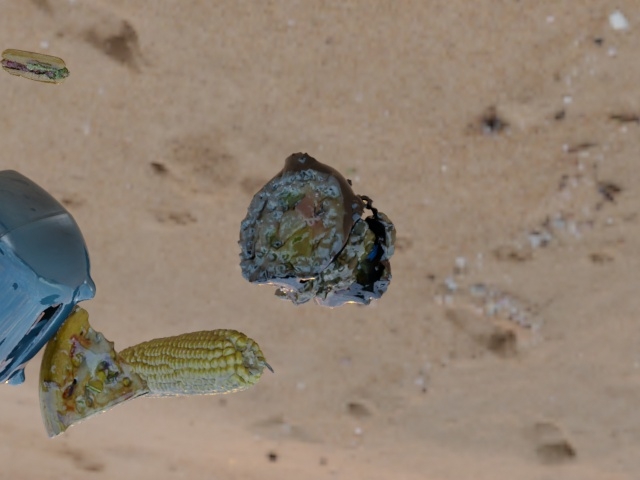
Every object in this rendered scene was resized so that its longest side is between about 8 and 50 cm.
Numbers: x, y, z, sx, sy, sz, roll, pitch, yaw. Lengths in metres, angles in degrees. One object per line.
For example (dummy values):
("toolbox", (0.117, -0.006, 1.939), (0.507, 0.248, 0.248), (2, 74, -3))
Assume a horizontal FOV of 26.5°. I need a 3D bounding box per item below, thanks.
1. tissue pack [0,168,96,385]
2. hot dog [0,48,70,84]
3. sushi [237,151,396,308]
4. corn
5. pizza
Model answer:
("tissue pack", (-0.435, 0.068, 1.763), (0.287, 0.206, 0.198), (-49, 168, 22))
("hot dog", (-0.334, -0.201, 1.589), (0.083, 0.021, 0.037), (9, 126, 6))
("sushi", (0.004, 0.002, 2.181), (0.219, 0.225, 0.238), (29, 175, -40))
("corn", (-0.204, 0.187, 2.058), (0.310, 0.101, 0.101), (-7, 149, 38))
("pizza", (-0.313, 0.201, 1.896), (0.176, 0.184, 0.036), (29, 156, -28))
